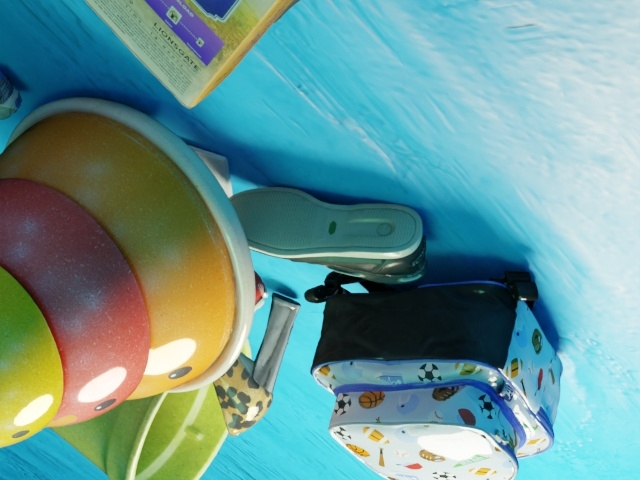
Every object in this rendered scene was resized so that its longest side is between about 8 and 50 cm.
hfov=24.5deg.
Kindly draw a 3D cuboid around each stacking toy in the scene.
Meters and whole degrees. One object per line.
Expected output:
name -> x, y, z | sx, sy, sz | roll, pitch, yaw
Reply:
stacking toy -> -0.326, 0.093, 1.457 | 0.350, 0.480, 0.351 | 19, 126, 29

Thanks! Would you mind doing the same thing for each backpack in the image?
backpack -> 0.145, 0.162, 1.630 | 0.276, 0.213, 0.263 | 0, 157, 34

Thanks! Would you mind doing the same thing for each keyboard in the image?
keyboard -> -0.130, -0.038, 1.668 | 0.072, 0.014, 0.256 | 13, 154, 8

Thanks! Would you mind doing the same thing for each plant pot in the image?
plant pot -> -0.273, 0.190, 1.981 | 0.254, 0.276, 0.276 | 26, 157, 19

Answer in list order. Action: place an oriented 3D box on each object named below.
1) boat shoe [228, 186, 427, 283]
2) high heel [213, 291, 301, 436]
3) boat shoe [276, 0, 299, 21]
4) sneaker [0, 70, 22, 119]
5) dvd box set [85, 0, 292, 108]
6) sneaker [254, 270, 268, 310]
boat shoe -> 0.000, 0.000, 1.551 | 0.233, 0.084, 0.079 | 9, 151, 21
high heel -> -0.171, 0.124, 1.807 | 0.261, 0.186, 0.093 | 19, -174, 1
boat shoe -> -0.010, -0.245, 1.073 | 0.114, 0.091, 0.302 | 52, 151, -9
sneaker -> -0.388, -0.170, 1.583 | 0.135, 0.052, 0.058 | 5, 141, 18
dvd box set -> -0.110, -0.289, 0.986 | 0.307, 0.062, 0.420 | 47, 152, -3
sneaker -> -0.190, 0.013, 1.687 | 0.279, 0.107, 0.118 | 23, 145, 21
